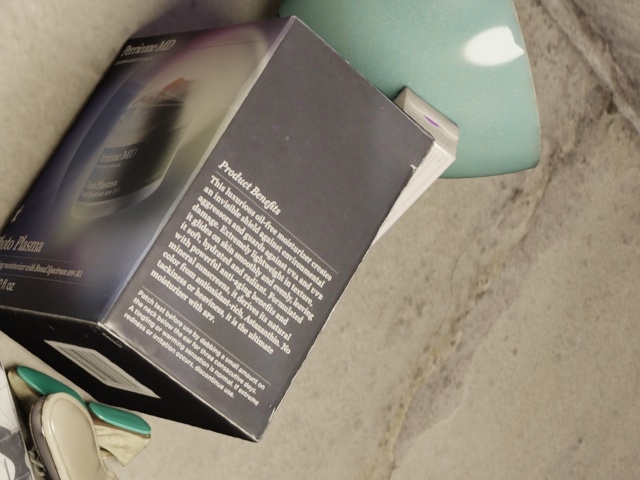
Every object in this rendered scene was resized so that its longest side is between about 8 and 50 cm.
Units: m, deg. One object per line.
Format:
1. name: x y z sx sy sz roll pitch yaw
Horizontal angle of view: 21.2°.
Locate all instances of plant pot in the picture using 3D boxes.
1. plant pot: 0.070 -0.181 1.621 0.195 0.290 0.290 -16 113 -1

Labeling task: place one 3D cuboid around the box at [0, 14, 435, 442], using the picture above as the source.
1. box: -0.111 -0.016 1.431 0.183 0.296 0.294 41 70 -28

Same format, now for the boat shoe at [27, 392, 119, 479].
1. boat shoe: -0.226 0.203 1.495 0.206 0.065 0.075 73 21 -50

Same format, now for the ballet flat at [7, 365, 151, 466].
1. ballet flat: -0.222 0.165 1.541 0.168 0.057 0.052 31 102 -39

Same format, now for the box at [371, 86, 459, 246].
1. box: 0.000 0.000 1.558 0.067 0.324 0.063 35 29 -13

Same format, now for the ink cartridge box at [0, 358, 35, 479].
1. ink cartridge box: -0.317 0.260 1.467 0.165 0.065 0.332 -28 116 -36
